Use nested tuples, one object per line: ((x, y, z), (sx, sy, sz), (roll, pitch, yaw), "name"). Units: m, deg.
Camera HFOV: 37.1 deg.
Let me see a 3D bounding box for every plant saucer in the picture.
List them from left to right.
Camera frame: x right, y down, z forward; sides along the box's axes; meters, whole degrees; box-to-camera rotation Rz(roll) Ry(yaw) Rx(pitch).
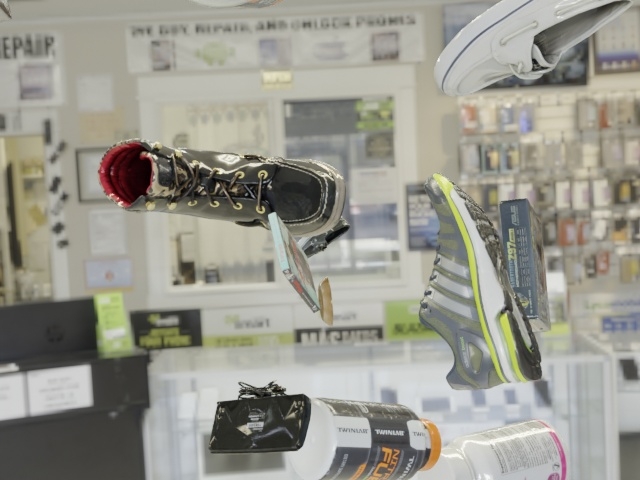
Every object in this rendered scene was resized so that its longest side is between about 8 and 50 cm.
((0.007, 0.101, 1.564), (0.015, 0.083, 0.083), (-5, 4, -7), "plant saucer")

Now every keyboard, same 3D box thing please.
((-0.071, 0.235, 1.256), (0.038, 0.100, 0.192), (28, -28, -37), "keyboard")

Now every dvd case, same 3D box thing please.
((-0.032, 0.029, 1.205), (0.013, 0.087, 0.119), (-22, -35, 10), "dvd case")

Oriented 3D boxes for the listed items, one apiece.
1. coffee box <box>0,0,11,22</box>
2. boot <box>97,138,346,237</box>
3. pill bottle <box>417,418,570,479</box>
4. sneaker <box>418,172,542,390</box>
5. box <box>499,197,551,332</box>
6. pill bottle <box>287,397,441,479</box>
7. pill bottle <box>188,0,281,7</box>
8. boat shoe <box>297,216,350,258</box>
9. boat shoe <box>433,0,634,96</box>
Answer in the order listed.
((-0.343, -0.269, 0.695), (0.119, 0.168, 0.297), (-16, -6, -2), "coffee box")
((-0.170, -0.092, 1.599), (0.284, 0.138, 0.377), (5, 7, -42), "boot")
((0.348, 0.463, 1.924), (0.283, 0.160, 0.160), (-6, 5, -29), "pill bottle")
((0.173, 0.051, 1.204), (0.121, 0.300, 0.111), (-25, -27, 21), "sneaker")
((0.393, 0.052, 1.829), (0.059, 0.233, 0.183), (-8, -14, 18), "box")
((0.079, 0.323, 1.527), (0.245, 0.130, 0.130), (11, -5, -36), "pill bottle")
((-0.098, -0.332, 1.033), (0.162, 0.162, 0.278), (-2, 14, 8), "pill bottle")
((0.000, 0.000, 1.951), (0.142, 0.049, 0.040), (-41, 58, -15), "boat shoe")
((0.253, -0.239, 1.144), (0.267, 0.088, 0.096), (-32, -27, 31), "boat shoe")
